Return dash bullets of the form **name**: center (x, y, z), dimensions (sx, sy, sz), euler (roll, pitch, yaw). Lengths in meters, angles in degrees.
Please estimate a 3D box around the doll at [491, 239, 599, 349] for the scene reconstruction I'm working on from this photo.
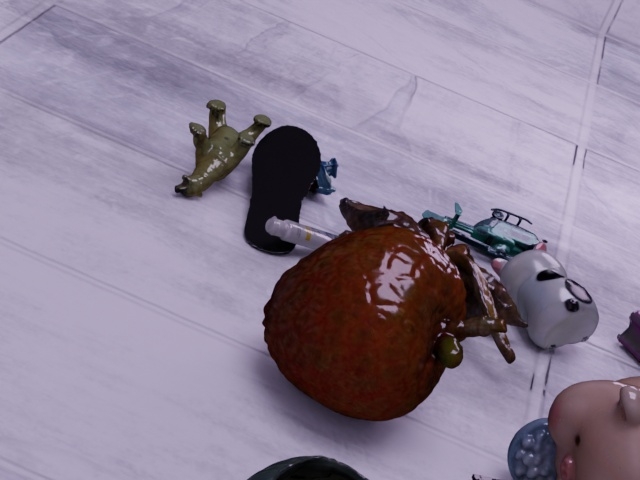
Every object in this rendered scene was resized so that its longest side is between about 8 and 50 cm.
- **doll**: center (0.337, 0.086, 2.211), dimensions (0.110, 0.106, 0.180), euler (-13, 32, -16)

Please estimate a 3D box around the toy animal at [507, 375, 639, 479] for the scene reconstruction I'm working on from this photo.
- **toy animal**: center (0.377, 0.268, 1.815), dimensions (0.221, 0.209, 0.229), euler (-6, 1, -35)

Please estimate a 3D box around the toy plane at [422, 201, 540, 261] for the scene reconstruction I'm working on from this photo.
- **toy plane**: center (0.269, -0.006, 2.382), dimensions (0.235, 0.060, 0.096), euler (20, 40, -13)

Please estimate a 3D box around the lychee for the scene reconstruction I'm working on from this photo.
- **lychee**: center (0.077, 0.107, 1.841), dimensions (0.300, 0.255, 0.255), euler (20, 26, 17)

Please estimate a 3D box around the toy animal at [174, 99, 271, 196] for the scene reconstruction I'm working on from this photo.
- **toy animal**: center (-0.156, -0.136, 2.260), dimensions (0.103, 0.101, 0.218), euler (26, 24, -1)

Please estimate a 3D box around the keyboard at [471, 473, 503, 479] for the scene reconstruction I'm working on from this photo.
- **keyboard**: center (0.224, 0.345, 1.733), dimensions (0.061, 0.013, 0.204), euler (16, 26, -15)

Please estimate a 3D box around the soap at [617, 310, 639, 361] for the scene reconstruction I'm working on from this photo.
- **soap**: center (0.559, 0.187, 2.229), dimensions (0.122, 0.065, 0.203), euler (1, 34, -36)

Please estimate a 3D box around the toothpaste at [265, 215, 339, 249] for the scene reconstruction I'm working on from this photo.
- **toothpaste**: center (0.000, 0.000, 2.173), dimensions (0.190, 0.031, 0.048), euler (16, 33, -37)

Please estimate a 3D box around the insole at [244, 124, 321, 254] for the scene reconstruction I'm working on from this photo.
- **insole**: center (-0.059, -0.084, 2.257), dimensions (0.109, 0.007, 0.322), euler (14, 40, -4)

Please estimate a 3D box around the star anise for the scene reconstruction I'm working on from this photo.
- **star anise**: center (0.166, 0.044, 2.157), dimensions (0.293, 0.109, 0.349), euler (12, 29, -8)

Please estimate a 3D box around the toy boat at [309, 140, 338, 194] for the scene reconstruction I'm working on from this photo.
- **toy boat**: center (-0.002, -0.116, 2.367), dimensions (0.061, 0.060, 0.137), euler (-3, 34, -9)

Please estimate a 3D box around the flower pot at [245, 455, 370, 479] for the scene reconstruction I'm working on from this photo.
- **flower pot**: center (-0.018, 0.317, 1.473), dimensions (0.189, 0.157, 0.243), euler (31, 29, 20)
